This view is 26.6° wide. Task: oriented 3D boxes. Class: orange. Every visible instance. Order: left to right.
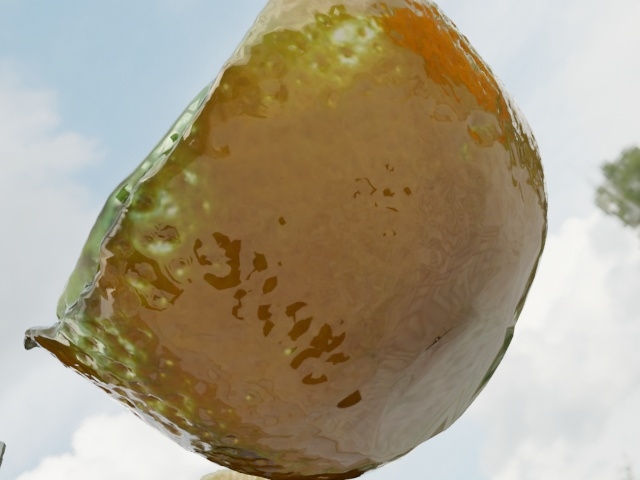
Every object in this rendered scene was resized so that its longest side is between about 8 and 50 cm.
[{"bbox_3d":[0.009,0.004,0.719,0.262,0.196,0.334,-59,-29,-11],"label":"orange"}]

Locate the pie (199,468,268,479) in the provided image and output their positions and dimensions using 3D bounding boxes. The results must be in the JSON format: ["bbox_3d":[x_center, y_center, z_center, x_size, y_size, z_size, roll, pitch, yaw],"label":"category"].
[{"bbox_3d":[-0.054,0.372,1.250,0.083,0.339,0.339,19,-70,-48],"label":"pie"}]

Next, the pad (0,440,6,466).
[{"bbox_3d":[-0.329,0.236,0.959,0.004,0.164,0.243,99,177,-49],"label":"pad"}]
